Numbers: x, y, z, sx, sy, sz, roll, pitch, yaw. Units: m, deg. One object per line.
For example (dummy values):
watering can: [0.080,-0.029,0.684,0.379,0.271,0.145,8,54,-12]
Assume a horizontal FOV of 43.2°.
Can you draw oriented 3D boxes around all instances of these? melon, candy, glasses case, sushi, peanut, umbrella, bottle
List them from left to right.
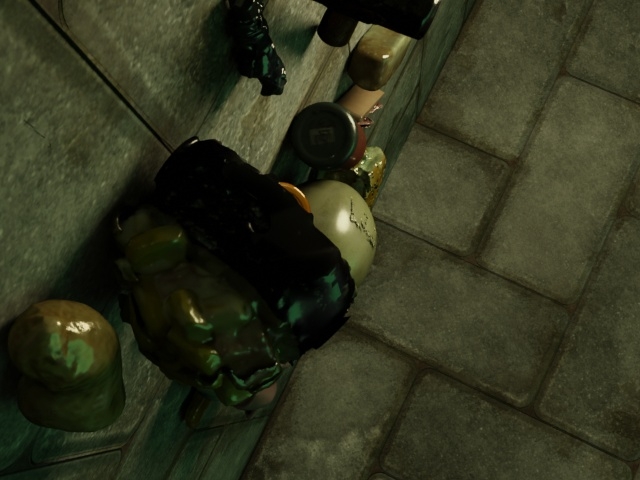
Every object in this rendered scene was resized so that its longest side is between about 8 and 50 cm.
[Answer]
peanut: [-0.308,0.156,0.986,0.137,0.122,0.253,-48,161,-35]
sushi: [-0.145,0.069,1.149,0.285,0.328,0.328,-47,180,-17]
umbrella: [-0.098,-0.285,1.183,0.071,0.080,0.224,-29,163,-4]
melon: [0.000,0.000,1.856,0.268,0.269,0.330,106,6,-48]
bottle: [0.029,-0.223,1.842,0.143,0.144,0.336,-65,173,5]
glasses case: [0.102,-0.335,2.075,0.193,0.103,0.070,-53,172,-52]
candy: [0.148,-0.461,1.983,0.234,0.102,0.104,-53,165,-48]

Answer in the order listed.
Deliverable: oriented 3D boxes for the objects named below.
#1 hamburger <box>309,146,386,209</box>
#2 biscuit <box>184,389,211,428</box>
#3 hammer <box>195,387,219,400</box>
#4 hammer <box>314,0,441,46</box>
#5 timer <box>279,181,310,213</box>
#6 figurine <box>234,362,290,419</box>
hamburger: [0.070,-0.150,2.168,0.192,0.168,0.288,-53,165,-45]
biscuit: [-0.275,0.350,1.986,0.166,0.036,0.225,99,16,-64]
hammer: [-0.200,0.208,1.835,0.202,0.113,0.305,101,11,-67]
hammer: [0.044,-0.383,1.362,0.409,0.243,0.095,-176,-72,-84]
timer: [-0.100,-0.057,1.696,0.132,0.132,0.152,-64,-166,-2]
figurine: [-0.170,0.330,2.140,0.287,0.186,0.176,-48,-136,27]
